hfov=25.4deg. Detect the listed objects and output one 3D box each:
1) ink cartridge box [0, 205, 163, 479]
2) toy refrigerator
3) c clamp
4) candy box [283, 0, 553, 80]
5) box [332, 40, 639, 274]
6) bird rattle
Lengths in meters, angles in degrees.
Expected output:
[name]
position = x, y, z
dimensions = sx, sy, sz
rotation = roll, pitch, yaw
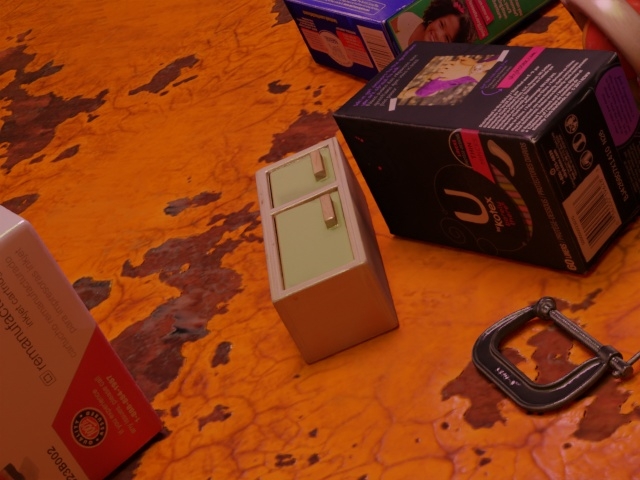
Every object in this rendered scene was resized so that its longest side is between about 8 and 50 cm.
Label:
[ink cartridge box]
position = -0.384, 0.181, 1.321
dimensions = 0.385, 0.279, 0.160
rotation = -40, 33, -19
[toy refrigerator]
position = 0.000, 0.000, 1.475
dimensions = 0.102, 0.094, 0.269
rotation = -23, 30, 8
[c clamp]
position = 0.211, 0.093, 1.241
dimensions = 0.137, 0.022, 0.161
rotation = -40, 34, -11
[candy box]
position = 0.153, -0.338, 1.844
dimensions = 0.317, 0.122, 0.268
rotation = -37, 30, -15
[box]
position = 0.172, -0.089, 1.403
dimensions = 0.270, 0.165, 0.143
rotation = 12, 48, 48
[bird rattle]
position = 0.312, -0.167, 1.397
dimensions = 0.143, 0.207, 0.253
rotation = -39, 18, 16
